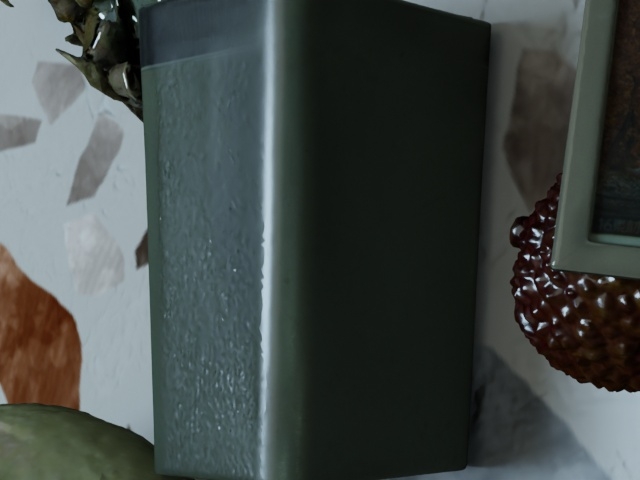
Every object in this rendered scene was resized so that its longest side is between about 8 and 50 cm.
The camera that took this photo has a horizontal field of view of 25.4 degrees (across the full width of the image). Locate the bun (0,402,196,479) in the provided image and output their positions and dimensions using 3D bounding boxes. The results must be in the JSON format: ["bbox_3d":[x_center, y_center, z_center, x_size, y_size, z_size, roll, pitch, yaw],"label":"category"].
[{"bbox_3d":[-0.149,0.269,0.765,0.361,0.213,0.361,6,104,26],"label":"bun"}]

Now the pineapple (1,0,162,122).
[{"bbox_3d":[-0.138,-0.188,0.877,0.271,0.262,0.262,38,113,14],"label":"pineapple"}]

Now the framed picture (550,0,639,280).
[{"bbox_3d":[0.223,-0.063,0.542,0.250,0.016,0.184,8,87,13],"label":"framed picture"}]

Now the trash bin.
[{"bbox_3d":[0.000,0.000,0.736,0.122,0.164,0.240,-2,87,43],"label":"trash bin"}]

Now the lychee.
[{"bbox_3d":[0.148,0.008,0.621,0.129,0.123,0.123,-6,81,31],"label":"lychee"}]
